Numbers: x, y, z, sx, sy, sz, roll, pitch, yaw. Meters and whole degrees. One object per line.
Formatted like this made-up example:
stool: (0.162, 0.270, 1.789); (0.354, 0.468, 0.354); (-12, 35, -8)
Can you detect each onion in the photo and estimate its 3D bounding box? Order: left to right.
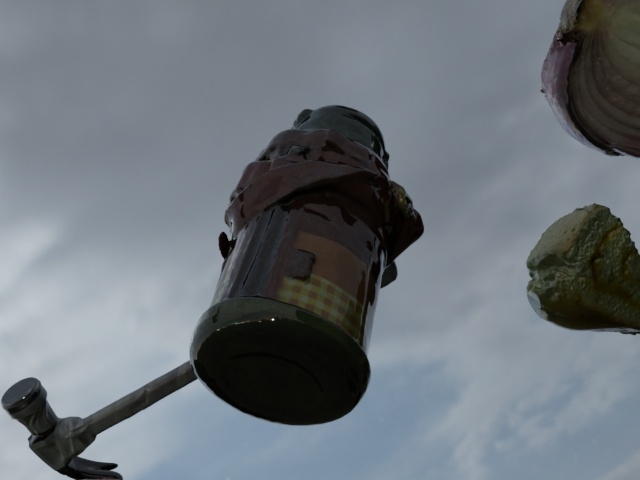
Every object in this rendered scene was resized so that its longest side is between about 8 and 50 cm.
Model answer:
onion: (0.438, -0.215, 1.130); (0.349, 0.159, 0.267); (24, -75, -10)

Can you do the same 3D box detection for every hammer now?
hammer: (-0.113, 0.117, 0.959); (0.427, 0.044, 0.152); (-31, -64, 2)

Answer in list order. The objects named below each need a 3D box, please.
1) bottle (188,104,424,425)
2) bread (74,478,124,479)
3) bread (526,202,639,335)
bottle: (0.000, 0.000, 0.718); (0.156, 0.271, 0.143); (22, -41, -7)
bread: (-0.218, 0.316, 0.818); (0.244, 0.123, 0.190); (-20, -50, 10)
bread: (0.278, 0.052, 0.962); (0.110, 0.156, 0.103); (-29, 2, -27)
